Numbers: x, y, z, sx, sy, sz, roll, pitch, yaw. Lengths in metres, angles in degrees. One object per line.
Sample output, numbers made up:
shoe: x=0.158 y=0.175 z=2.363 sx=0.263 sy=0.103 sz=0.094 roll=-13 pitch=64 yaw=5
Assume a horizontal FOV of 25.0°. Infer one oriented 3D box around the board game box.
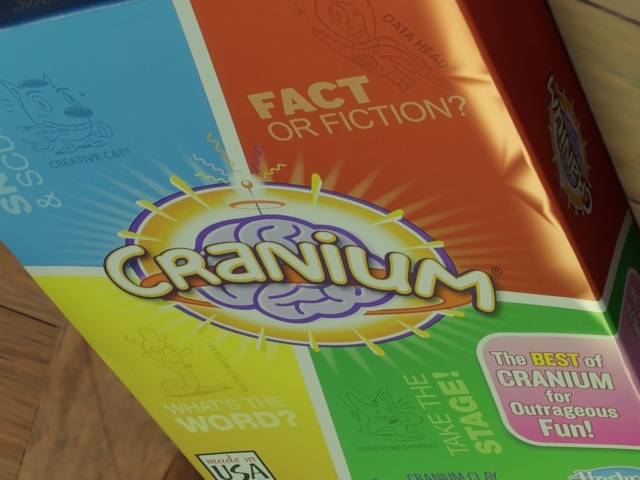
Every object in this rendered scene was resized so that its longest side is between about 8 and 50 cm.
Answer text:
board game box: x=0.000 y=0.000 z=0.596 sx=0.242 sy=0.064 sz=0.316 roll=-7 pitch=136 yaw=28
